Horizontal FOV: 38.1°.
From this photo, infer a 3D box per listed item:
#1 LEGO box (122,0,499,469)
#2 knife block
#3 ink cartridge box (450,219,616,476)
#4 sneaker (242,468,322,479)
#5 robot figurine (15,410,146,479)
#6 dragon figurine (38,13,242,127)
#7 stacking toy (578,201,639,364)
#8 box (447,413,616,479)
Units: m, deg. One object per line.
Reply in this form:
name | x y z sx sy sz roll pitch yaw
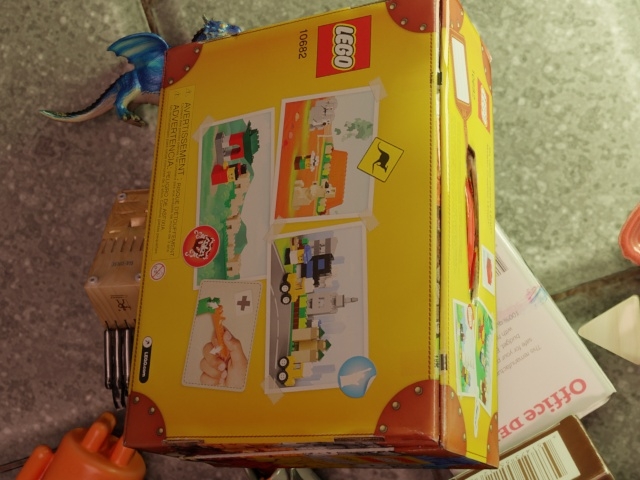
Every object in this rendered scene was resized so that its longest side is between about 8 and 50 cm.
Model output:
LEGO box | 0.000 0.000 1.070 0.372 0.193 0.500 -6 70 25
knife block | -0.236 0.094 1.295 0.088 0.242 0.276 -3 45 9
ink cartridge box | 0.189 0.119 1.183 0.226 0.131 0.306 -35 86 11
sneaker | -0.032 0.347 1.237 0.100 0.108 0.271 -40 85 6
robot figurine | -0.326 0.347 1.280 0.128 0.158 0.219 33 98 49
dragon figurine | -0.240 -0.234 1.282 0.289 0.085 0.144 -4 89 10
stacking toy | 0.504 0.077 1.153 0.309 0.130 0.279 38 109 16
box | 0.321 0.415 1.097 0.191 0.143 0.381 -30 105 8
